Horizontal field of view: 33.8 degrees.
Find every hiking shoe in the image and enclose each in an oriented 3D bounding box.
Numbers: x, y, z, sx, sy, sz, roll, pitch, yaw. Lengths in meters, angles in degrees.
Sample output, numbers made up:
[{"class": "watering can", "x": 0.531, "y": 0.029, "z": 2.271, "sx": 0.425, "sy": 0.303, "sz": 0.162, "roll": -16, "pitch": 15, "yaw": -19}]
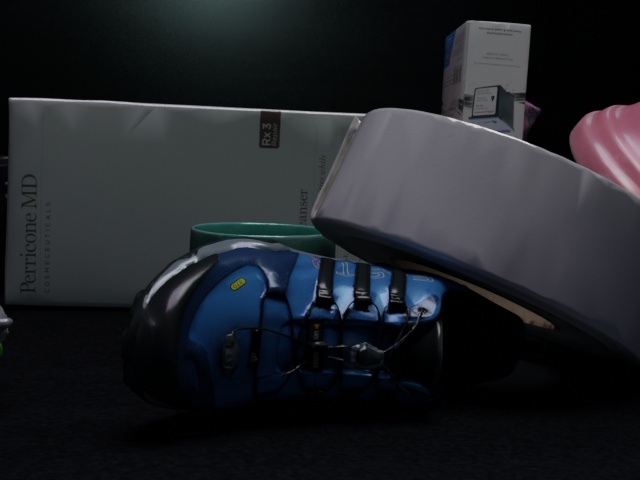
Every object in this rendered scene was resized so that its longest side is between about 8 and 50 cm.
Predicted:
[{"class": "hiking shoe", "x": 0.015, "y": 0.055, "z": 0.693, "sx": 0.132, "sy": 0.113, "sz": 0.304, "roll": 6, "pitch": 7, "yaw": 44}]

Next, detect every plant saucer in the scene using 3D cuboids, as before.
[{"class": "plant saucer", "x": 0.424, "y": -0.045, "z": 1.128, "sx": 0.332, "sy": 0.084, "sz": 0.332, "roll": 27, "pitch": 28, "yaw": -16}]

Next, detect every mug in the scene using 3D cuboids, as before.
[{"class": "mug", "x": -0.062, "y": 0.038, "z": 0.932, "sx": 0.158, "sy": 0.097, "sz": 0.129, "roll": -3, "pitch": 8, "yaw": -40}]

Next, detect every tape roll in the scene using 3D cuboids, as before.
[{"class": "tape roll", "x": 0.140, "y": 0.000, "z": 0.847, "sx": 0.286, "sy": 0.100, "sz": 0.286, "roll": 24, "pitch": -5, "yaw": 2}]

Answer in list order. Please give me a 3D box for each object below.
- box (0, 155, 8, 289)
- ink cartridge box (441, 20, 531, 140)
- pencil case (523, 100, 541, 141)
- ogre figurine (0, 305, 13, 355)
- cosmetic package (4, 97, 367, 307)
[{"class": "box", "x": -0.407, "y": -0.029, "z": 1.257, "sx": 0.165, "sy": 0.143, "sz": 0.270, "roll": 2, "pitch": 6, "yaw": 6}, {"class": "ink cartridge box", "x": 0.195, "y": -0.160, "z": 1.281, "sx": 0.082, "sy": 0.190, "sz": 0.139, "roll": 2, "pitch": 3, "yaw": -4}, {"class": "pencil case", "x": 0.296, "y": -0.132, "z": 1.887, "sx": 0.124, "sy": 0.284, "sz": 0.124, "roll": 18, "pitch": 0, "yaw": 0}, {"class": "ogre figurine", "x": -0.280, "y": 0.059, "z": 0.699, "sx": 0.118, "sy": 0.096, "sz": 0.197, "roll": -21, "pitch": 1, "yaw": -28}, {"class": "cosmetic package", "x": -0.134, "y": -0.039, "z": 1.125, "sx": 0.385, "sy": 0.217, "sz": 0.156, "roll": -1, "pitch": 6, "yaw": -12}]
